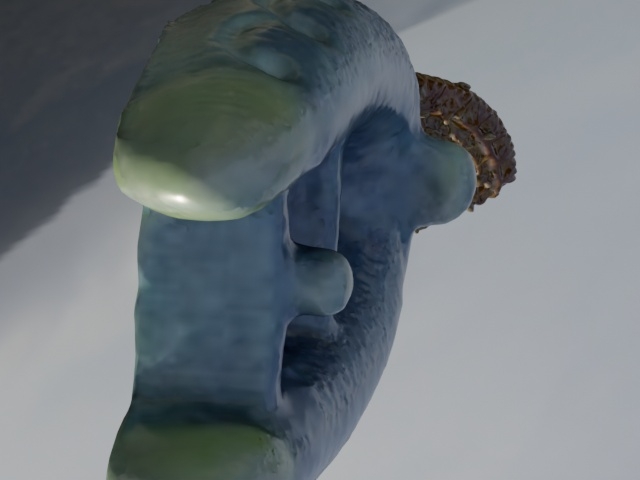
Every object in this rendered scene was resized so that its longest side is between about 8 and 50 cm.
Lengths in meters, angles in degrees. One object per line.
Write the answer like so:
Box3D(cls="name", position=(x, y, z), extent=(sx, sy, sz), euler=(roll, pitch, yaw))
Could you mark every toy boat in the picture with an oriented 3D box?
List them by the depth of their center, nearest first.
Box3D(cls="toy boat", position=(0.000, 0.000, 0.701), extent=(0.123, 0.215, 0.330), euler=(3, -169, 7))

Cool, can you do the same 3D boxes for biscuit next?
Box3D(cls="biscuit", position=(0.017, -0.040, 0.947), extent=(0.206, 0.126, 0.025), euler=(-18, -133, -8))
